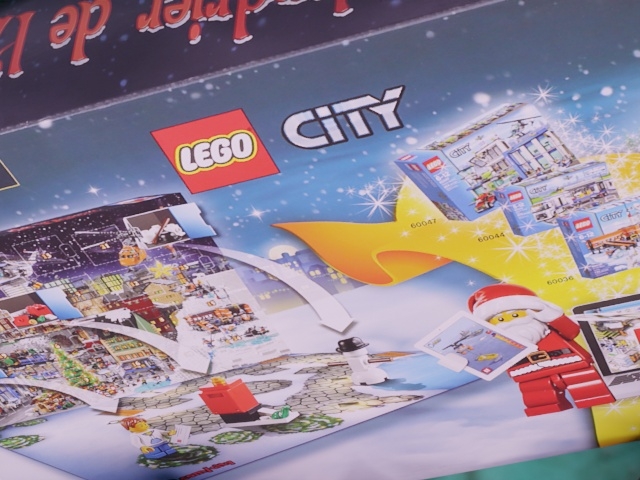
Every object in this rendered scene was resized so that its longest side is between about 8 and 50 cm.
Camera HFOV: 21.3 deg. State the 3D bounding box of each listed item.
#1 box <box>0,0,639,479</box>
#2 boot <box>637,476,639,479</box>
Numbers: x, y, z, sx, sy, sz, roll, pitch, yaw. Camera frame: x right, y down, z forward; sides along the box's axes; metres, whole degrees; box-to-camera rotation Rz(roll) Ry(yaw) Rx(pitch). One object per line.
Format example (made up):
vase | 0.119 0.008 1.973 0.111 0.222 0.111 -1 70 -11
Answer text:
box | 0.000 0.000 0.405 0.233 0.044 0.159 -13 138 17
boot | 0.332 0.139 0.330 0.445 0.146 0.367 39 143 -14
